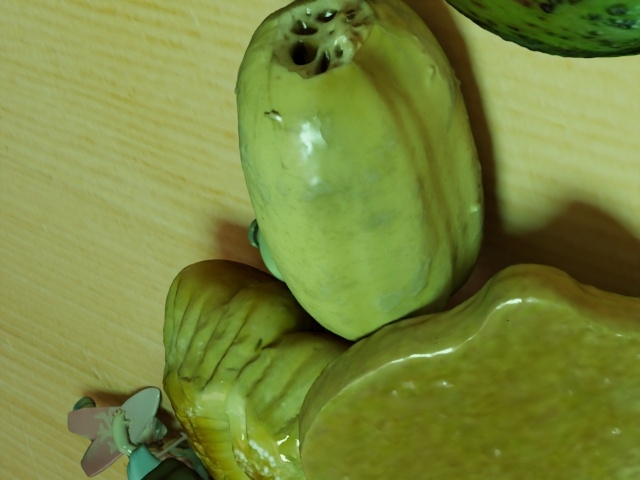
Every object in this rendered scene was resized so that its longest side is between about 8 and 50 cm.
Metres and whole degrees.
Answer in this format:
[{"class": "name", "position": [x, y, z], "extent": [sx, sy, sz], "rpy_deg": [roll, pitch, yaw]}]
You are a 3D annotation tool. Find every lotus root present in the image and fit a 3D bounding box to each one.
[{"class": "lotus root", "position": [0.033, -0.031, 1.312], "extent": [0.151, 0.169, 0.343], "rpy_deg": [19, 144, 31]}]

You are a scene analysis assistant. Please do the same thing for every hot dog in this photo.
[{"class": "hot dog", "position": [0.007, 0.182, 1.606], "extent": [0.367, 0.196, 0.365], "rpy_deg": [30, 161, 37]}]

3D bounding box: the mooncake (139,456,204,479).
[{"class": "mooncake", "position": [-0.116, 0.317, 1.699], "extent": [0.228, 0.124, 0.228], "rpy_deg": [49, 167, 15]}]

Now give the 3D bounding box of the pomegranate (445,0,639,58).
[{"class": "pomegranate", "position": [0.139, -0.257, 0.825], "extent": [0.285, 0.285, 0.341], "rpy_deg": [-8, 92, 56]}]

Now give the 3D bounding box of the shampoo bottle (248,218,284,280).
[{"class": "shampoo bottle", "position": [0.000, 0.000, 1.494], "extent": [0.162, 0.079, 0.079], "rpy_deg": [9, 137, 47]}]

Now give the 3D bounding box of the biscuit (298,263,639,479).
[{"class": "biscuit", "position": [0.186, 0.177, 1.340], "extent": [0.385, 0.062, 0.365], "rpy_deg": [39, 128, -17]}]

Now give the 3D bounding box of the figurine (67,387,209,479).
[{"class": "figurine", "position": [-0.200, 0.266, 2.089], "extent": [0.260, 0.103, 0.205], "rpy_deg": [25, 146, 48]}]
